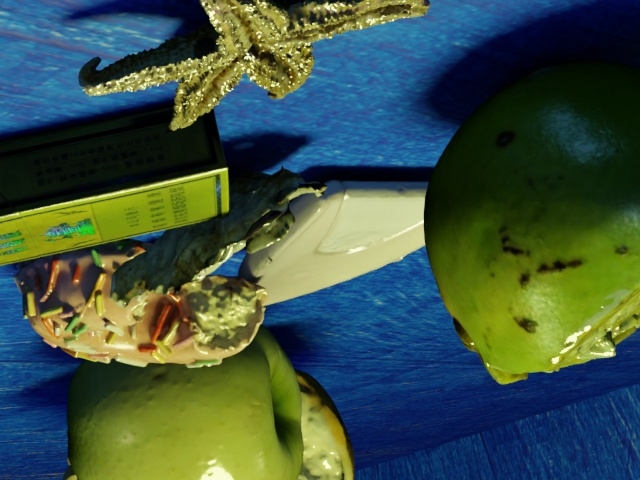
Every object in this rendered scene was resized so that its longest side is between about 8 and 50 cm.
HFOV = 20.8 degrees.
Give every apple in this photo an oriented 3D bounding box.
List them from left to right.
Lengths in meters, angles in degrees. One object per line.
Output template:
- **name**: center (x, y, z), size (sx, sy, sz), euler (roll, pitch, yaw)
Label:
- **apple**: center (-0.149, 0.197, 1.935), size (0.279, 0.279, 0.279), euler (-13, 167, -3)

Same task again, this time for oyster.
- **oyster**: center (-0.094, -0.010, 1.435), size (0.191, 0.081, 0.163), euler (-42, -166, -10)

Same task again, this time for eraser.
- **eraser**: center (-0.001, -0.001, 1.657), size (0.204, 0.059, 0.243), euler (-2, 159, -43)

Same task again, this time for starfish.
- **starfish**: center (-0.042, -0.127, 1.127), size (0.240, 0.043, 0.227), euler (-14, 170, -13)

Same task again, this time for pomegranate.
- **pomegranate**: center (0.229, -0.053, 1.401), size (0.358, 0.216, 0.310), euler (-45, 164, 0)

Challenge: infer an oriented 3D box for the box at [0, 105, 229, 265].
- **box**: center (-0.181, -0.038, 1.313), size (0.220, 0.064, 0.141), euler (-14, 169, -5)

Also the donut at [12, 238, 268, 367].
- **donut**: center (-0.177, 0.062, 1.603), size (0.199, 0.085, 0.233), euler (-8, 162, 37)

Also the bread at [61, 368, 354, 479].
- **bread**: center (-0.136, 0.271, 2.249), size (0.361, 0.250, 0.394), euler (-6, 178, 2)
